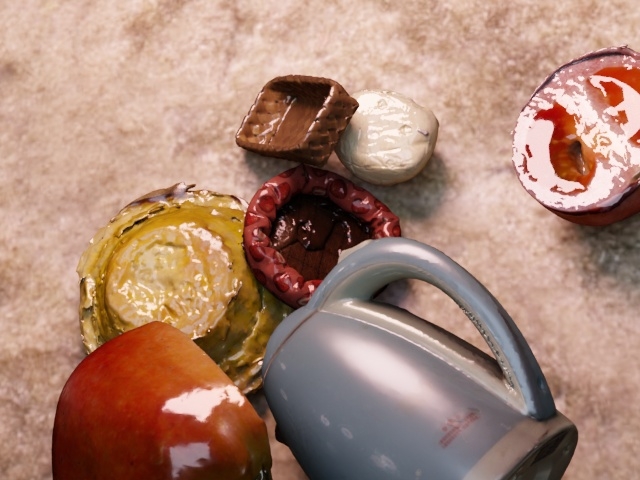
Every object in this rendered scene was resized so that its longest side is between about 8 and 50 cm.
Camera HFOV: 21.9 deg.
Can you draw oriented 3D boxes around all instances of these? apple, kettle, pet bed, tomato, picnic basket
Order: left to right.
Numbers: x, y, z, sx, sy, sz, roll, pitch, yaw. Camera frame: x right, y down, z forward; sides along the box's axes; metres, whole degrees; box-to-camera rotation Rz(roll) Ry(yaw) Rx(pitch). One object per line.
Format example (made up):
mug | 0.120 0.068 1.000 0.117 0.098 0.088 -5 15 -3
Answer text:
apple | -0.135 0.263 1.772 0.329 0.365 0.295 27 80 -18
picnic basket | -0.028 -0.142 1.997 0.110 0.055 0.193 -60 28 -7
pet bed | 0.000 0.000 1.966 0.201 0.053 0.201 8 58 -13
kettle | 0.097 0.168 1.822 0.342 0.247 0.319 40 113 23
tomato | 0.338 -0.114 1.946 0.228 0.112 0.199 -32 59 4

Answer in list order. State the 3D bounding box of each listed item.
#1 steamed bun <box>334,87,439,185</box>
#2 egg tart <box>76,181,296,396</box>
steamed bun | 0.078 -0.120 2.004 0.130 0.091 0.112 16 79 16
egg tart | -0.167 0.064 1.982 0.295 0.116 0.294 -3 73 11
